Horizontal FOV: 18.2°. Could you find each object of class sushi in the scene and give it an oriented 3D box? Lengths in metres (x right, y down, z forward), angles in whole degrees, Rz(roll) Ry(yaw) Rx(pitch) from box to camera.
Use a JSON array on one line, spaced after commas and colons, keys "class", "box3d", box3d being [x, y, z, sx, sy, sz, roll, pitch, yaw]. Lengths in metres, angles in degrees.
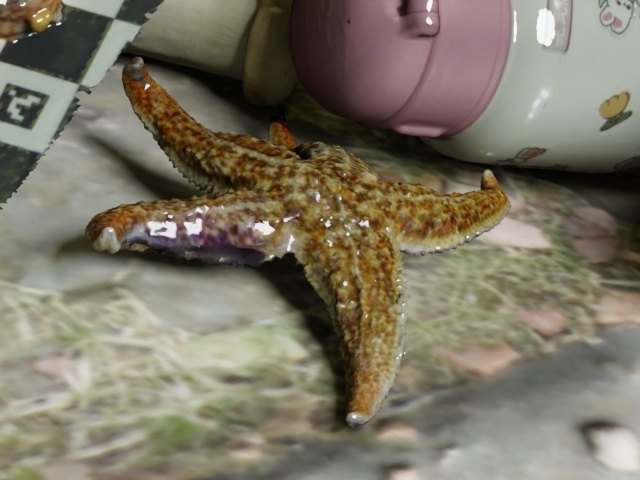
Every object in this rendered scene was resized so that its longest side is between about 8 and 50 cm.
[{"class": "sushi", "box3d": [-0.183, -0.127, 0.874, 0.210, 0.040, 0.192, 25, 58, 13]}]

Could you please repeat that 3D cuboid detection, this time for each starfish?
[{"class": "starfish", "box3d": [0.002, -0.007, 0.828, 0.213, 0.057, 0.238, 3, 30, -24]}]

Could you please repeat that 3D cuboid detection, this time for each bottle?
[{"class": "bottle", "box3d": [0.102, -0.092, 0.957, 0.253, 0.120, 0.120, 4, 29, -33]}]

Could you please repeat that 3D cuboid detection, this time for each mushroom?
[{"class": "mushroom", "box3d": [-0.120, -0.138, 0.973, 0.247, 0.096, 0.108, 16, 3, -7]}]
